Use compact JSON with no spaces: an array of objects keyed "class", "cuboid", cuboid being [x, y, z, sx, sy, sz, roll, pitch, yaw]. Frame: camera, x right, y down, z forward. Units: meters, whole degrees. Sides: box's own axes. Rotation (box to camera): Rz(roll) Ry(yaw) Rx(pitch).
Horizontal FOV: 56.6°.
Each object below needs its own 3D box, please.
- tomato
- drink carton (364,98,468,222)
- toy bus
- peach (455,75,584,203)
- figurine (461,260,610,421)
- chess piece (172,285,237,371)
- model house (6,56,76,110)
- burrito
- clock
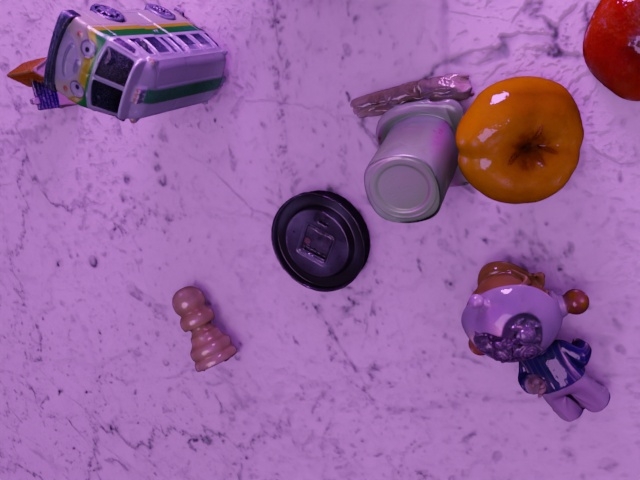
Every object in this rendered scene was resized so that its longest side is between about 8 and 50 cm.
[{"class":"tomato","cuboid":[0.404,-0.253,0.736,0.155,0.069,0.156,9,111,25]},{"class":"drink carton","cuboid":[0.134,-0.107,0.868,0.144,0.142,0.146,-2,124,29]},{"class":"toy bus","cuboid":[-0.281,-0.284,0.956,0.164,0.276,0.134,34,121,8]},{"class":"peach","cuboid":[0.270,-0.133,0.814,0.179,0.103,0.179,-3,111,-7]},{"class":"figurine","cuboid":[0.317,0.165,0.905,0.194,0.133,0.274,-9,114,30]},{"class":"chess piece","cuboid":[-0.243,0.173,1.219,0.094,0.094,0.170,-23,89,32]},{"class":"model house","cuboid":[-0.555,-0.310,1.186,0.087,0.100,0.101,0,109,27]},{"class":"burrito","cuboid":[0.137,-0.218,0.902,0.185,0.041,0.045,-8,95,27]},{"class":"clock","cuboid":[0.000,0.000,1.052,0.184,0.040,0.184,10,113,24]}]
